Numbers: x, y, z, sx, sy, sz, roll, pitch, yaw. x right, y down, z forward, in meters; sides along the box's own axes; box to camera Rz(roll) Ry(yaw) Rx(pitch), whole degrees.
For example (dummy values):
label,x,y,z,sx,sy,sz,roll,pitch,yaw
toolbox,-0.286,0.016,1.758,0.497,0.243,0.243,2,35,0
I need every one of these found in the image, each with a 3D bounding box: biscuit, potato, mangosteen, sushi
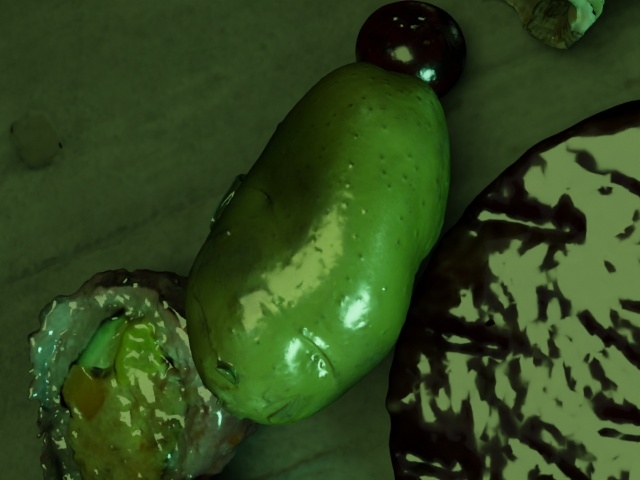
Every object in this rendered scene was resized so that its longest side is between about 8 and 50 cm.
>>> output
label,x,y,z,sx,sy,sz,roll,pitch,yaw
biscuit,0.241,0.110,0.719,0.407,0.091,0.407,-1,88,24
potato,0.000,0.000,0.741,0.143,0.169,0.248,25,89,-14
mangosteen,0.066,-0.131,0.803,0.081,0.081,0.081,-1,87,21
sushi,-0.119,0.138,0.842,0.161,0.107,0.241,-4,94,20

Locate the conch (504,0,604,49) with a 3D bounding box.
label,x,y,z,sx,sy,sz,roll,pitch,yaw
conch,0.139,-0.207,0.745,0.207,0.130,0.155,24,122,35
